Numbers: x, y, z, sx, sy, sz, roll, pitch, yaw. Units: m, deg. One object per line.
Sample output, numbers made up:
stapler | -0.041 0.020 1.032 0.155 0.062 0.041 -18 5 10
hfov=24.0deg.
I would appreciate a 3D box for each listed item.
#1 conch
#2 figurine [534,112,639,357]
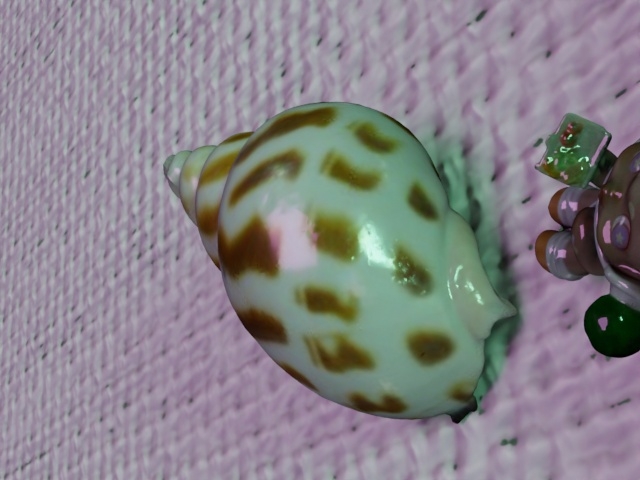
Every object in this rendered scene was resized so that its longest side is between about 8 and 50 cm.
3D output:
conch | -0.001 0.000 0.970 0.275 0.149 0.182 37 110 56
figurine | 0.159 -0.012 0.740 0.197 0.093 0.147 0 71 62
